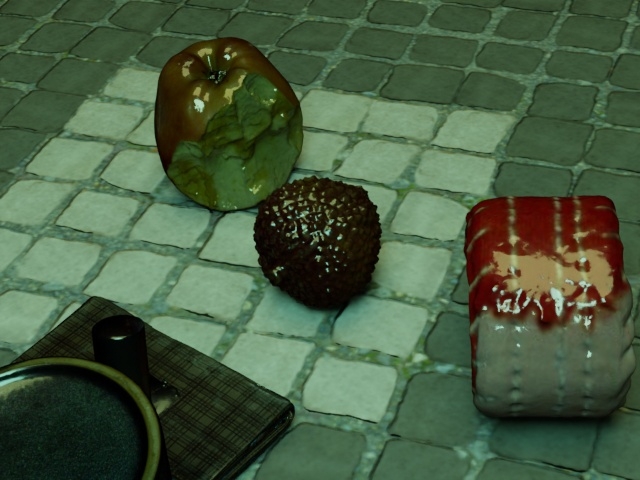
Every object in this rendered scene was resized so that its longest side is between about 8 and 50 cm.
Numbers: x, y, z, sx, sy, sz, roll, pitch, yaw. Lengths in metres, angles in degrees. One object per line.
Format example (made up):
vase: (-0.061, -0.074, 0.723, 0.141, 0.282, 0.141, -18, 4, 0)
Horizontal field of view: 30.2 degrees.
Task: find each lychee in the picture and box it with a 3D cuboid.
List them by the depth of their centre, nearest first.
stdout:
lychee: (-0.002, -0.002, 1.074, 0.123, 0.123, 0.129, 8, 44, 17)

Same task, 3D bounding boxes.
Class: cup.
cup: (-0.147, 0.172, 0.796, 0.166, 0.177, 0.239, 22, 52, 28)

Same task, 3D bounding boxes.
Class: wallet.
wallet: (-0.145, 0.127, 0.983, 0.230, 0.042, 0.124, 26, 47, 27)

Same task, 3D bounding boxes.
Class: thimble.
thimble: (0.179, 0.051, 0.949, 0.125, 0.163, 0.189, -2, 37, 6)

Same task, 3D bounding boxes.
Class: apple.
apple: (-0.097, -0.127, 1.215, 0.156, 0.158, 0.147, -18, 37, -10)
